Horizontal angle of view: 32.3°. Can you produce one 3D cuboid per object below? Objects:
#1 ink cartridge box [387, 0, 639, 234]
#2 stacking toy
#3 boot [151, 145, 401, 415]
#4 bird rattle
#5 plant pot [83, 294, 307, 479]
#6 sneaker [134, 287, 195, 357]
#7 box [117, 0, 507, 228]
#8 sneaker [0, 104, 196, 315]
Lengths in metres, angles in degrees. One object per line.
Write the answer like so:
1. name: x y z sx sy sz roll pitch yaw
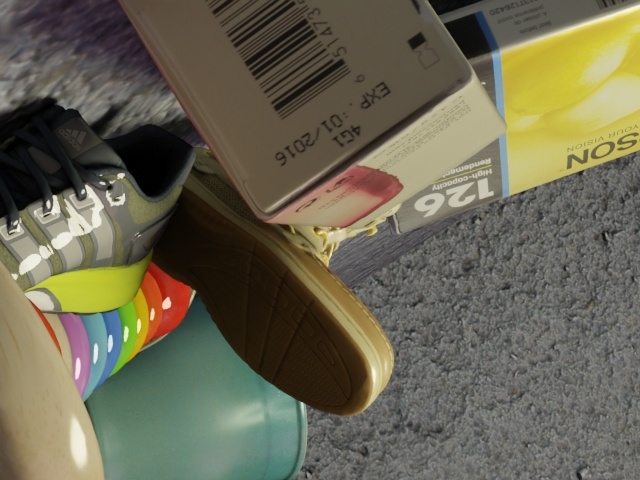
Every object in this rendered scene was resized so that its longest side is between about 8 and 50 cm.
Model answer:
1. ink cartridge box: 0.193 -0.107 0.995 0.304 0.072 0.307 -20 147 1
2. stacking toy: -0.207 0.068 0.941 0.141 0.141 0.330 -36 178 17
3. boot: 0.000 0.000 0.795 0.203 0.262 0.095 -20 137 -42
4. bird rattle: -0.149 0.025 0.414 0.143 0.207 0.253 -31 147 -41
5. plant pot: -0.192 0.211 1.402 0.255 0.271 0.271 -13 164 -28
6. sneaker: -0.222 0.086 1.190 0.222 0.083 0.118 -41 -169 5
7. box: 0.008 -0.099 0.630 0.127 0.148 0.232 -35 172 10
8. sneaker: -0.179 -0.019 0.623 0.121 0.111 0.300 -54 166 21
